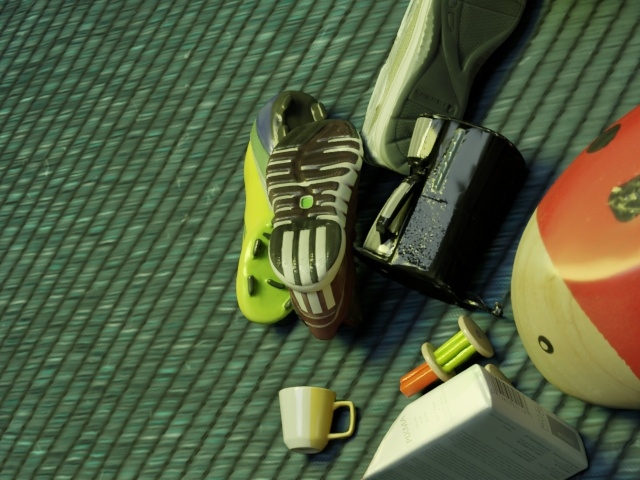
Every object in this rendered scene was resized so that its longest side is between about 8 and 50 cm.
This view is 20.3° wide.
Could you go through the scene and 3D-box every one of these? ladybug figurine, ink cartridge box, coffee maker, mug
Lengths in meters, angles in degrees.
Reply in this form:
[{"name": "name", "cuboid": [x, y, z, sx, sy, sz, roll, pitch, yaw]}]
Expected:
[{"name": "ladybug figurine", "cuboid": [0.359, -0.028, 1.674, 0.449, 0.162, 0.305, -38, 47, 16]}, {"name": "ink cartridge box", "cuboid": [0.117, 0.220, 1.717, 0.225, 0.181, 0.056, -32, 49, 24]}, {"name": "coffee maker", "cuboid": [0.148, -0.027, 1.895, 0.171, 0.120, 0.178, 25, 82, 5]}, {"name": "mug", "cuboid": [-0.009, 0.194, 1.922, 0.078, 0.062, 0.064, -14, 65, 41]}]

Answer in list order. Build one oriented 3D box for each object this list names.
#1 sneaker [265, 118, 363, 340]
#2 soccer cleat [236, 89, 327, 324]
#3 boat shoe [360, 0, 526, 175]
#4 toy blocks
[{"name": "sneaker", "cuboid": [0.000, 0.000, 1.979, 0.106, 0.162, 0.281, -4, 39, 13]}, {"name": "soccer cleat", "cuboid": [-0.050, -0.034, 2.082, 0.121, 0.093, 0.289, 147, 134, -62]}, {"name": "boat shoe", "cuboid": [0.135, -0.225, 2.006, 0.103, 0.118, 0.320, 17, 84, 62]}, {"name": "toy blocks", "cuboid": [0.119, 0.165, 1.836, 0.148, 0.054, 0.123, -39, 48, 16]}]
